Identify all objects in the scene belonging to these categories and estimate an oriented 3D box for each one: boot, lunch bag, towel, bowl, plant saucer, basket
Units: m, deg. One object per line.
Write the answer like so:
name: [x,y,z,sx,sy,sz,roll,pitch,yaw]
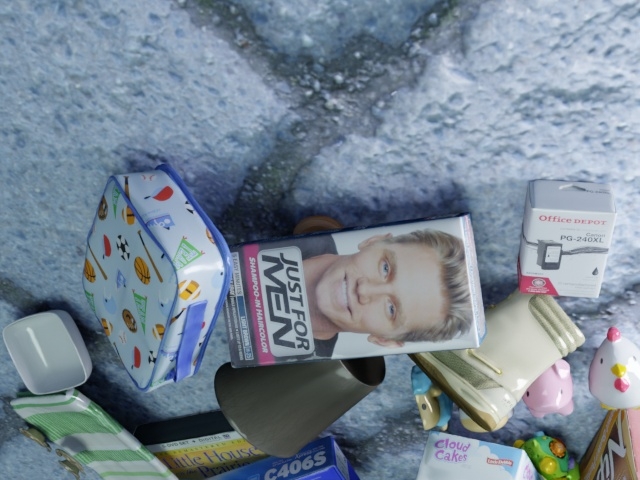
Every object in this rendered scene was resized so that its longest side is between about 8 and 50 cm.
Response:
boot: [0.224,0.119,1.191,0.203,0.262,0.095,-40,144,-7]
lunch bag: [-0.234,0.064,1.169,0.243,0.115,0.303,49,138,27]
towel: [-0.414,0.391,1.544,0.247,0.038,0.325,-16,121,44]
bowl: [-0.463,0.185,1.411,0.142,0.053,0.142,-16,103,23]
plant saucer: [0.000,0.000,1.204,0.083,0.013,0.084,5,130,7]
basket: [-0.020,0.224,1.310,0.227,0.154,0.204,-35,116,29]

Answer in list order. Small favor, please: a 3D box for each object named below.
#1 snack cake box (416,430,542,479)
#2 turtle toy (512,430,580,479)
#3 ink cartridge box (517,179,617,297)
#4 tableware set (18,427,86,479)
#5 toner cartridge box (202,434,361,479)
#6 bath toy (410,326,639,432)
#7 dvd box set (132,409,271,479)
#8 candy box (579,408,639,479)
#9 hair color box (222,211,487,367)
snack cake box: [0.270,0.399,1.345,0.152,0.089,0.264,8,157,26]
turtle toy: [0.393,0.374,1.389,0.066,0.095,0.130,-45,117,-10]
ink cartridge box: [0.327,-0.001,1.102,0.109,0.063,0.151,4,130,9]
tableware set: [-0.522,0.413,1.599,0.168,0.020,0.141,34,153,7]
toner cartridge box: [-0.103,0.482,1.482,0.347,0.075,0.165,-21,122,10]
bath toy: [0.318,0.211,1.229,0.348,0.151,0.129,-11,118,16]
dvd box set: [-0.138,0.492,1.607,0.307,0.062,0.420,-14,125,22]
candy box: [0.484,0.413,1.332,0.087,0.183,0.317,11,130,2]
hair color box: [0.040,0.069,1.126,0.347,0.105,0.174,-8,92,17]
